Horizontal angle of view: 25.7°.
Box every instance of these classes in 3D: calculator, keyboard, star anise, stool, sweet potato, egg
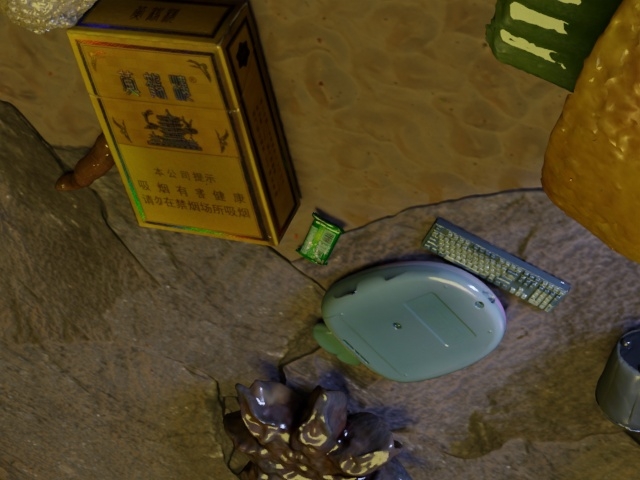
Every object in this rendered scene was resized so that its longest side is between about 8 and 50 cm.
[{"bbox_3d":[0.104,0.107,1.769,0.299,0.041,0.185,-23,121,44],"label":"calculator"},{"bbox_3d":[0.205,0.030,1.652,0.176,0.014,0.055,28,144,-1],"label":"keyboard"},{"bbox_3d":[-0.005,0.310,2.002,0.315,0.108,0.315,13,131,16],"label":"star anise"},{"bbox_3d":[0.377,0.162,1.641,0.096,0.096,0.110,16,136,13],"label":"stool"},{"bbox_3d":[-0.288,-0.095,1.761,0.044,0.044,0.179,37,140,-12],"label":"sweet potato"},{"bbox_3d":[-0.293,-0.282,1.499,0.140,0.116,0.118,-10,106,41],"label":"egg"}]

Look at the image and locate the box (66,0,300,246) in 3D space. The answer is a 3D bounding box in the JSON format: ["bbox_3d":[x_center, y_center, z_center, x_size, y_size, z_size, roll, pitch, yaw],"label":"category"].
[{"bbox_3d":[-0.150,-0.136,1.604,0.193,0.084,0.301,8,138,22],"label":"box"}]

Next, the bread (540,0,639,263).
[{"bbox_3d":[0.343,-0.126,1.121,0.215,0.398,0.398,34,143,13],"label":"bread"}]

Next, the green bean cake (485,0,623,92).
[{"bbox_3d":[0.226,-0.253,1.176,0.113,0.200,0.214,24,139,5],"label":"green bean cake"}]

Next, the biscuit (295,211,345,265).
[{"bbox_3d":[0.000,0.000,1.727,0.046,0.016,0.089,27,141,1],"label":"biscuit"}]
